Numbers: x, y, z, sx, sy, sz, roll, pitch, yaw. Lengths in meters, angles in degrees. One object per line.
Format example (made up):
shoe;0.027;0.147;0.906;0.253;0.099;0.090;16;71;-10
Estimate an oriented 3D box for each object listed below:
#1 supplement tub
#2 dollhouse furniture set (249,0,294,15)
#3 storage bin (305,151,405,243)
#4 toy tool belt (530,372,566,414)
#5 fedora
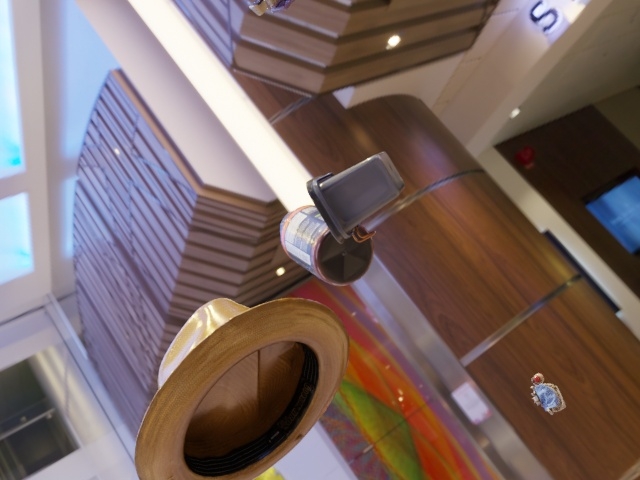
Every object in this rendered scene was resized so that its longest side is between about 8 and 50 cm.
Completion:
supplement tub;0.000;0.000;1.047;0.106;0.106;0.198;-33;24;-13
dollhouse furniture set;-0.073;-0.446;1.062;0.114;0.091;0.081;-53;-54;-18
storage bin;0.053;-0.057;0.786;0.091;0.098;0.135;-30;3;16
toy tool belt;0.443;0.303;1.264;0.051;0.083;0.052;-2;-38;-44
fedora;-0.067;0.108;0.487;0.194;0.079;0.194;-26;-42;-26
